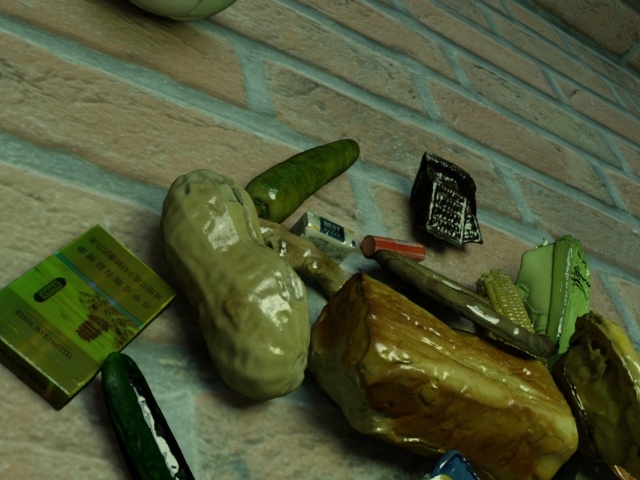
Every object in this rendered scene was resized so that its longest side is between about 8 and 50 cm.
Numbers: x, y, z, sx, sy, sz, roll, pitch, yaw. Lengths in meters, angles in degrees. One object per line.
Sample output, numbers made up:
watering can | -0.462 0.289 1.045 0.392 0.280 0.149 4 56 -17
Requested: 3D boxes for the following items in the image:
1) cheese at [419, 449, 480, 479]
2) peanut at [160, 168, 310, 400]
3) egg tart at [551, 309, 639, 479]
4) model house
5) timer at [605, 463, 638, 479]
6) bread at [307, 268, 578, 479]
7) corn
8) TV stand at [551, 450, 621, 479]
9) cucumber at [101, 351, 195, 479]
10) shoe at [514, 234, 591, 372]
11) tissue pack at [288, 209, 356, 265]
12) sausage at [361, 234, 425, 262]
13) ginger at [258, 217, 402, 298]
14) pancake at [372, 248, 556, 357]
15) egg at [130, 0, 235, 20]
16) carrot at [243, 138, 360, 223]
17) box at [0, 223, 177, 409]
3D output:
cheese | 0.088 0.315 0.719 0.270 0.069 0.177 -30 83 -40
peanut | -0.098 0.041 0.824 0.130 0.130 0.290 -5 56 -47
egg tart | 0.366 0.209 0.938 0.241 0.106 0.241 -19 90 -89
model house | 0.228 -0.046 1.258 0.165 0.106 0.152 22 36 -18
timer | 0.470 0.314 1.051 0.132 0.152 0.132 26 37 -21
bread | 0.144 0.183 0.890 0.344 0.149 0.195 27 24 -19
corn | 0.297 0.162 1.116 0.086 0.086 0.288 23 36 -24
TV stand | 0.411 0.409 0.955 0.269 0.083 0.088 46 32 8
cucumber | -0.135 0.226 0.653 0.056 0.056 0.284 -5 59 -47
shoe | 0.391 0.118 1.215 0.140 0.128 0.262 28 65 -30
tissue pack | 0.000 0.000 1.025 0.083 0.062 0.042 23 42 -24
sausage | 0.122 0.015 1.153 0.129 0.034 0.034 8 46 -39
ginger | -0.022 0.030 0.963 0.288 0.075 0.089 28 14 -11
pancake | 0.199 0.083 1.023 0.286 0.033 0.288 27 5 16
egg | -0.228 -0.497 1.166 0.278 0.278 0.336 33 31 -11
carrot | -0.015 -0.106 1.124 0.074 0.074 0.358 44 33 4
box | -0.244 0.069 0.741 0.121 0.030 0.193 41 35 -1
